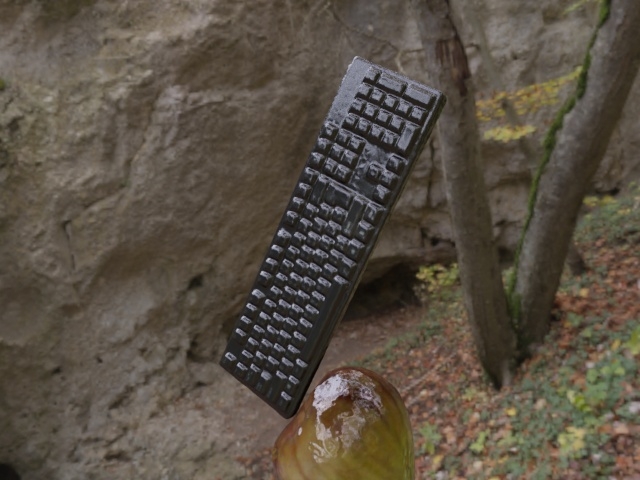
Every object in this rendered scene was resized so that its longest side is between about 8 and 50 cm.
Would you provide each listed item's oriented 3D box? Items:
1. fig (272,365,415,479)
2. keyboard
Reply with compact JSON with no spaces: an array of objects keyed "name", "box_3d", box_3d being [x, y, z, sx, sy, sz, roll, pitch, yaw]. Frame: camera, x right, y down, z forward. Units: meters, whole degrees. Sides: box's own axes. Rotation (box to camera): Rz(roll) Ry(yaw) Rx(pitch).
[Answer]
[{"name":"fig","box_3d":[0.042,0.241,0.637,0.143,0.231,0.160,21,-61,-39]},{"name":"keyboard","box_3d":[0.000,0.000,0.561,0.101,0.310,0.018,32,14,29]}]
